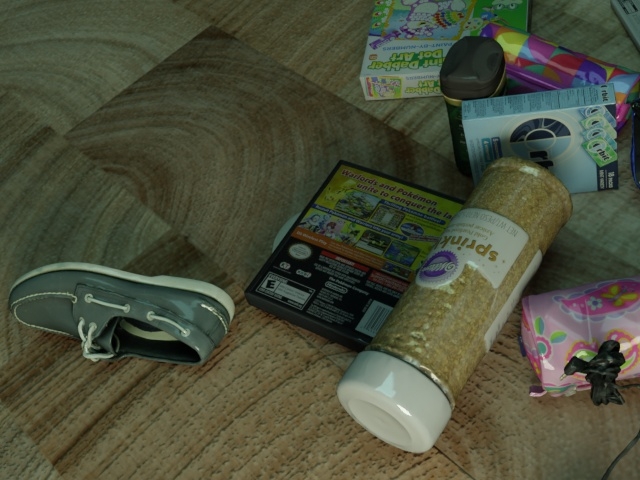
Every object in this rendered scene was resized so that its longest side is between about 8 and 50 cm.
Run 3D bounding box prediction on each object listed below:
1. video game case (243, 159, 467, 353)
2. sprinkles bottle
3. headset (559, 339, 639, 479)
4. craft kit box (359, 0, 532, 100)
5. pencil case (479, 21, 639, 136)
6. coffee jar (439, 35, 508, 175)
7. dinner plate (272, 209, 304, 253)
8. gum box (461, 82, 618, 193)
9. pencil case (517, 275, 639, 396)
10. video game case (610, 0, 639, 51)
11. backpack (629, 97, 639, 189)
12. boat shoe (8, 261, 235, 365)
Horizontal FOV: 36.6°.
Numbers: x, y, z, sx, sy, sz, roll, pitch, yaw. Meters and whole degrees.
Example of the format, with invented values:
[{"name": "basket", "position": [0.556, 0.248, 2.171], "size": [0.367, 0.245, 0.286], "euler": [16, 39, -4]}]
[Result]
[{"name": "video game case", "position": [0.081, 0.029, 1.242], "size": [0.274, 0.035, 0.248], "euler": [21, 61, 26]}, {"name": "sprinkles bottle", "position": [0.159, 0.065, 1.098], "size": [0.121, 0.121, 0.355], "euler": [20, 59, 31]}, {"name": "headset", "position": [0.301, 0.294, 0.859], "size": [0.243, 0.185, 0.394], "euler": [-12, 60, 8]}, {"name": "craft kit box", "position": [0.200, -0.326, 1.503], "size": [0.249, 0.061, 0.247], "euler": [-2, 54, 17]}, {"name": "pencil case", "position": [0.313, -0.219, 1.315], "size": [0.236, 0.104, 0.104], "euler": [22, 60, 17]}, {"name": "coffee jar", "position": [0.210, -0.177, 1.284], "size": [0.079, 0.184, 0.096], "euler": [8, 55, 24]}, {"name": "dinner plate", "position": [0.000, 0.000, 1.319], "size": [0.141, 0.017, 0.141], "euler": [-9, 51, 11]}, {"name": "gum box", "position": [0.282, -0.121, 1.232], "size": [0.184, 0.157, 0.041], "euler": [-5, 50, 15]}, {"name": "pencil case", "position": [0.360, 0.096, 1.057], "size": [0.284, 0.124, 0.124], "euler": [-11, 49, 10]}, {"name": "video game case", "position": [0.522, -0.328, 1.420], "size": [0.143, 0.019, 0.157], "euler": [-16, 47, 5]}, {"name": "backpack", "position": [0.442, -0.113, 1.215], "size": [0.098, 0.101, 0.120], "euler": [-1, 83, 22]}, {"name": "boat shoe", "position": [-0.274, 0.104, 1.257], "size": [0.319, 0.116, 0.099], "euler": [3, 48, 14]}]
